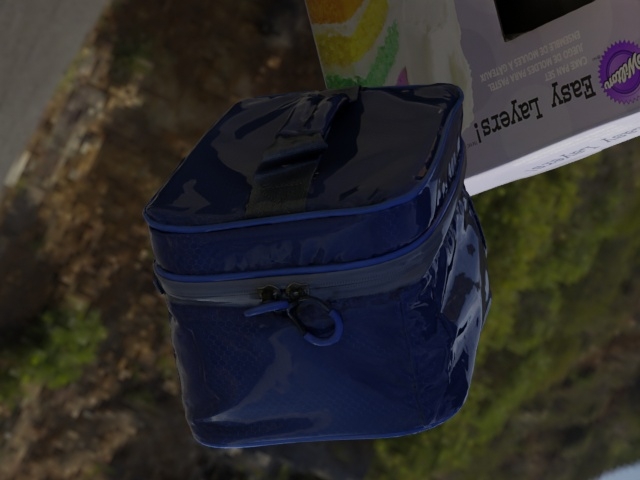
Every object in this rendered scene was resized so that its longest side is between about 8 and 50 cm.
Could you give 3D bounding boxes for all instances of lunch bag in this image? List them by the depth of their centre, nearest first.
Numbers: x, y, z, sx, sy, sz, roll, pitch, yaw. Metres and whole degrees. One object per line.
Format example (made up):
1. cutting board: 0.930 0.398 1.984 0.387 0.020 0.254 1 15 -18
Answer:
1. lunch bag: 0.000 0.000 0.362 0.098 0.067 0.065 -64 146 -66

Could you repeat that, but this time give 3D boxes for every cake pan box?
1. cake pan box: 0.101 -0.161 0.949 0.070 0.246 0.267 -10 174 -43
